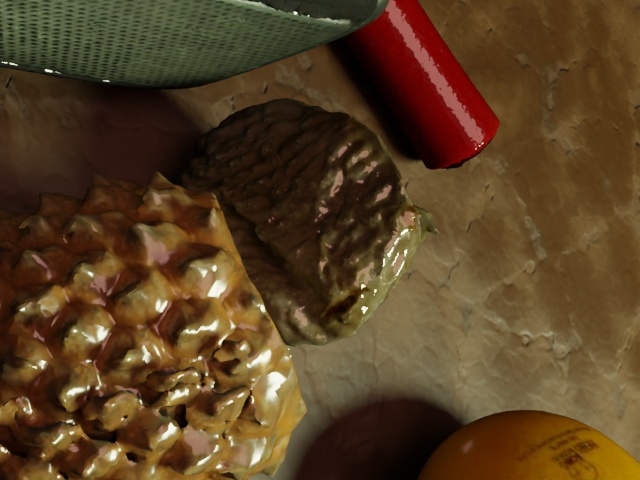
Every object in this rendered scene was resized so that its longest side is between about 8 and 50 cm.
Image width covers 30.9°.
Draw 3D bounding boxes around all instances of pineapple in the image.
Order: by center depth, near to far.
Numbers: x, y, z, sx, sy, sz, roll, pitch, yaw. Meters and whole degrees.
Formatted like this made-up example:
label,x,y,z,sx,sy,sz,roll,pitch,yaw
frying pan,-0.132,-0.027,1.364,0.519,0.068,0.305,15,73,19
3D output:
label,x,y,z,sx,sy,sz,roll,pitch,yaw
pineapple,-0.206,0.097,0.681,0.357,0.223,0.222,-18,91,-26

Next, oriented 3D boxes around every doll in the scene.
label,x,y,z,sx,sy,sz,roll,pitch,yaw
doll,0.160,0.257,0.931,0.213,0.213,0.236,-3,125,-37

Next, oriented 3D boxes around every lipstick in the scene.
label,x,y,z,sx,sy,sz,roll,pitch,yaw
lipstick,0.062,-0.173,0.995,0.080,0.080,0.241,-46,109,-33

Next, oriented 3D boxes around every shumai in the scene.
label,x,y,z,sx,sy,sz,roll,pitch,yaw
shumai,0.000,0.000,0.867,0.166,0.206,0.175,-49,144,2

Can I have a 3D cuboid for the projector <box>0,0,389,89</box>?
label,x,y,z,sx,sy,sz,roll,pitch,yaw
projector,-0.174,-0.317,0.716,0.405,0.242,0.395,3,80,-48
